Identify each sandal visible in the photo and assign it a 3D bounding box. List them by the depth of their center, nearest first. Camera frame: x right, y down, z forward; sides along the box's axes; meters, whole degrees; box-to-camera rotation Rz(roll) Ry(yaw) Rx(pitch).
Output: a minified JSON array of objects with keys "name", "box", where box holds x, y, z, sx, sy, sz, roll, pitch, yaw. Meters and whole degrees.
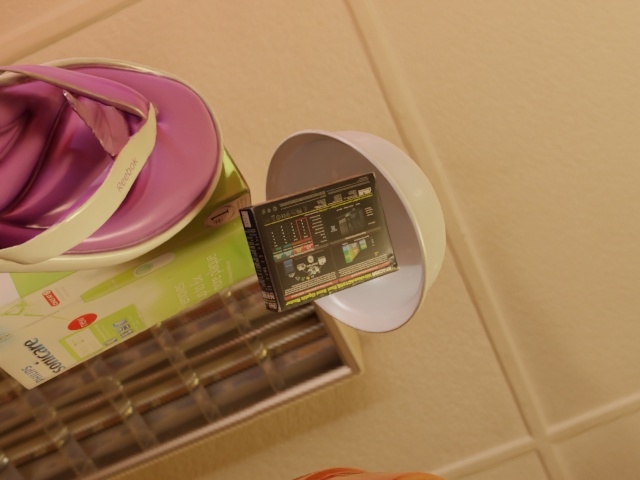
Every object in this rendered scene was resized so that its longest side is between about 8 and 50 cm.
[{"name":"sandal","box":[-0.201,-0.057,0.567,0.102,0.416,0.169,-20,-91,40]}]

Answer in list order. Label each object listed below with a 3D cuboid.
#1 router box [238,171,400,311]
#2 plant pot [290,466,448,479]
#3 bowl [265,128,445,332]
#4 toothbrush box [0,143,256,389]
[{"name":"router box","box":[0.000,0.000,0.708,0.122,0.038,0.092,-17,-84,-23]},{"name":"plant pot","box":[0.071,0.394,0.949,0.291,0.291,0.203,33,-42,-16]},{"name":"bowl","box":[0.069,-0.031,1.128,0.134,0.298,0.298,-29,-59,-36]},{"name":"toothbrush box","box":[-0.214,0.010,0.823,0.283,0.122,0.206,-26,-21,-13]}]
